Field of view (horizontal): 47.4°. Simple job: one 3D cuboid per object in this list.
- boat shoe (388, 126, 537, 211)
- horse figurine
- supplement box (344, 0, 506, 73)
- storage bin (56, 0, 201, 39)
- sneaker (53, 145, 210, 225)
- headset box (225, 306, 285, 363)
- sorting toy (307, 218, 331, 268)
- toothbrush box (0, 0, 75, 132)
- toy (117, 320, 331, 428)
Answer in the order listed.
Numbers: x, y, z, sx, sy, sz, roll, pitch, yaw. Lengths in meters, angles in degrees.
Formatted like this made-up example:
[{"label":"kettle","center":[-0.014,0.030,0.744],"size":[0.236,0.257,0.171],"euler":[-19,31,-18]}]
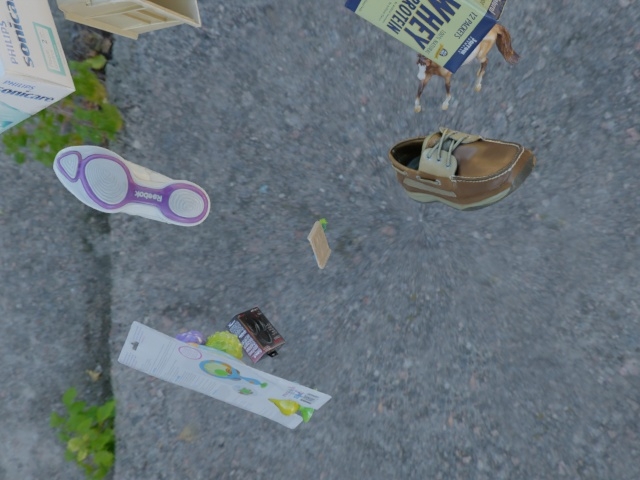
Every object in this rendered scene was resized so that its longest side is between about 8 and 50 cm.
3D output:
[{"label":"boat shoe","center":[0.221,-0.130,1.258],"size":[0.120,0.324,0.123],"euler":[44,71,-22]},{"label":"horse figurine","center":[0.267,-0.339,1.367],"size":[0.263,0.174,0.066],"euler":[-30,56,-18]},{"label":"supplement box","center":[0.074,-0.168,0.458],"size":[0.083,0.056,0.083],"euler":[30,62,-6]},{"label":"storage bin","center":[-0.308,-0.463,1.105],"size":[0.123,0.260,0.262],"euler":[-9,95,13]},{"label":"sneaker","center":[-0.379,-0.095,1.440],"size":[0.305,0.152,0.114],"euler":[21,82,-27]},{"label":"headset box","center":[-0.098,0.149,1.132],"size":[0.083,0.062,0.032],"euler":[48,117,15]},{"label":"sorting toy","center":[0.000,0.000,1.209],"size":[0.012,0.083,0.062],"euler":[-10,120,24]},{"label":"toothbrush box","center":[-0.501,-0.245,0.968],"size":[0.295,0.126,0.216],"euler":[-23,83,23]},{"label":"toy","center":[-0.113,0.148,0.871],"size":[0.237,0.137,0.056],"euler":[26,55,-8]}]
